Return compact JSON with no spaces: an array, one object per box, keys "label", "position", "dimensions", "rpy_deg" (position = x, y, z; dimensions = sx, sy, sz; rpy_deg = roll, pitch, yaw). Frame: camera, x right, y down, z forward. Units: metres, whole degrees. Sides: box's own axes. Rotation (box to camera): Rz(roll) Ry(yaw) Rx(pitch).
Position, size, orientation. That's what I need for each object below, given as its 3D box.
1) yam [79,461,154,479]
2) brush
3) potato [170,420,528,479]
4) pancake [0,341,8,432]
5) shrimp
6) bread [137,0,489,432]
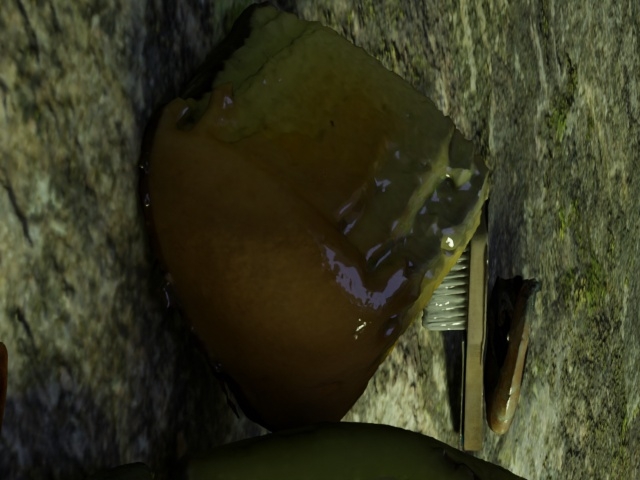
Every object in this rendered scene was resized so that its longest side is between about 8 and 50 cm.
[{"label":"yam","position":[-0.120,0.164,0.820],"dimensions":[0.146,0.069,0.070],"rpy_deg":[-9,105,-64]},{"label":"brush","position":[0.125,0.088,1.370],"dimensions":[0.327,0.065,0.070],"rpy_deg":[84,7,-46]},{"label":"potato","position":[0.072,0.269,0.975],"dimensions":[0.213,0.280,0.330],"rpy_deg":[-5,86,-76]},{"label":"pancake","position":[-0.208,0.133,0.633],"dimensions":[0.212,0.056,0.258],"rpy_deg":[-8,104,-65]},{"label":"shrimp","position":[0.185,0.083,1.453],"dimensions":[0.219,0.046,0.152],"rpy_deg":[-75,170,-50]},{"label":"bread","position":[0.000,0.000,0.942],"dimensions":[0.204,0.162,0.262],"rpy_deg":[-52,128,-32]}]
